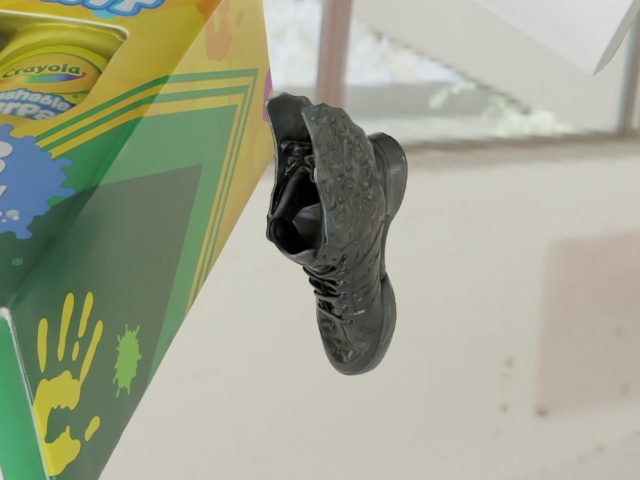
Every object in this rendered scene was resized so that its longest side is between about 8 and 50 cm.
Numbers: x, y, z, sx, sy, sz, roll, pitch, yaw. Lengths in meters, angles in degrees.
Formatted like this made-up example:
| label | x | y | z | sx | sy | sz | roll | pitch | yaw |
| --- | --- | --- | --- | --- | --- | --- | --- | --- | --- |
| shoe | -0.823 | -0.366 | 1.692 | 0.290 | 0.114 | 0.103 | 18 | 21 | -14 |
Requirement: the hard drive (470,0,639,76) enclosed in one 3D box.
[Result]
| label | x | y | z | sx | sy | sz | roll | pitch | yaw |
| --- | --- | --- | --- | --- | --- | --- | --- | --- | --- |
| hard drive | 0.083 | -0.263 | 1.048 | 0.307 | 0.203 | 0.040 | 35 | -148 | 14 |

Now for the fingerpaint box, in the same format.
| label | x | y | z | sx | sy | sz | roll | pitch | yaw |
| --- | --- | --- | --- | --- | --- | --- | --- | --- | --- |
| fingerpaint box | -0.293 | -0.042 | 1.048 | 0.445 | 0.163 | 0.371 | 7 | -142 | 16 |

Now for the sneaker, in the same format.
| label | x | y | z | sx | sy | sz | roll | pitch | yaw |
| --- | --- | --- | --- | --- | --- | --- | --- | --- | --- |
| sneaker | 0.002 | 0.001 | 0.955 | 0.051 | 0.170 | 0.089 | 21 | -156 | 35 |
